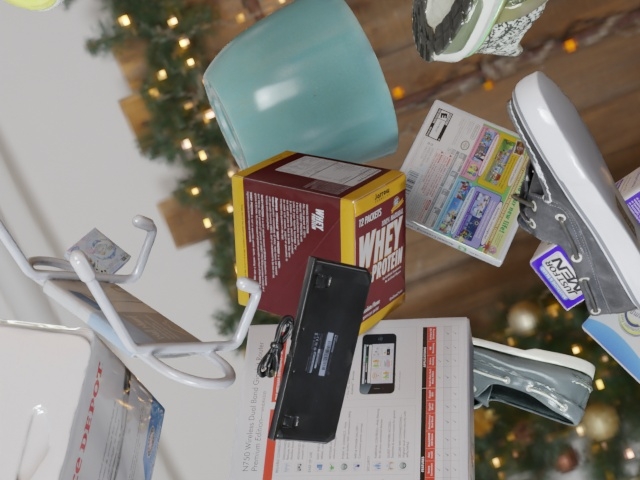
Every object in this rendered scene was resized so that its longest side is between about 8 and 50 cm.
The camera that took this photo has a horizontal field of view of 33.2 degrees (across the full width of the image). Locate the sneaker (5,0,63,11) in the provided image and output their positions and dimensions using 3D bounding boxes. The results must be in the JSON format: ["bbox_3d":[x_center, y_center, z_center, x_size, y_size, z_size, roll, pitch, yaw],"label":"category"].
[{"bbox_3d":[-0.426,-0.354,1.312,0.126,0.240,0.091,50,-126,-66],"label":"sneaker"}]

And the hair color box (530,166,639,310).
[{"bbox_3d":[0.504,-0.044,1.677,0.110,0.339,0.185,53,-151,-2],"label":"hair color box"}]

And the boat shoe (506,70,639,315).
[{"bbox_3d":[0.186,-0.024,0.811,0.228,0.076,0.080,49,-150,-33],"label":"boat shoe"}]

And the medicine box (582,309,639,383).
[{"bbox_3d":[0.515,0.171,1.328,0.289,0.149,0.263,28,-164,-43],"label":"medicine box"}]

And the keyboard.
[{"bbox_3d":[-0.013,0.106,1.040,0.108,0.023,0.180,13,-90,-39],"label":"keyboard"}]

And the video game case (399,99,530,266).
[{"bbox_3d":[0.218,-0.088,1.597,0.023,0.193,0.212,95,-159,-65],"label":"video game case"}]

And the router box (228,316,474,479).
[{"bbox_3d":[0.043,0.261,1.363,0.082,0.301,0.336,72,-161,-51],"label":"router box"}]

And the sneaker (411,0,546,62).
[{"bbox_3d":[0.278,-0.383,1.328,0.182,0.410,0.158,6,-131,-33],"label":"sneaker"}]

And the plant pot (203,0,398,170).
[{"bbox_3d":[-0.046,-0.224,1.707,0.293,0.235,0.293,155,90,-82],"label":"plant pot"}]

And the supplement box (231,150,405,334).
[{"bbox_3d":[0.000,0.000,1.437,0.129,0.194,0.191,-30,-54,-50],"label":"supplement box"}]

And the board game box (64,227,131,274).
[{"bbox_3d":[-0.414,0.030,1.999,0.090,0.020,0.090,39,-139,2],"label":"board game box"}]

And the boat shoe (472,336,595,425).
[{"bbox_3d":[0.244,0.207,1.608,0.116,0.319,0.099,63,-143,-68],"label":"boat shoe"}]

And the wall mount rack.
[{"bbox_3d":[-0.244,0.040,1.228,0.350,0.131,0.304,28,-168,35],"label":"wall mount rack"}]

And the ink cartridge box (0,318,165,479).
[{"bbox_3d":[-0.342,0.294,1.375,0.395,0.166,0.286,79,-161,-67],"label":"ink cartridge box"}]
